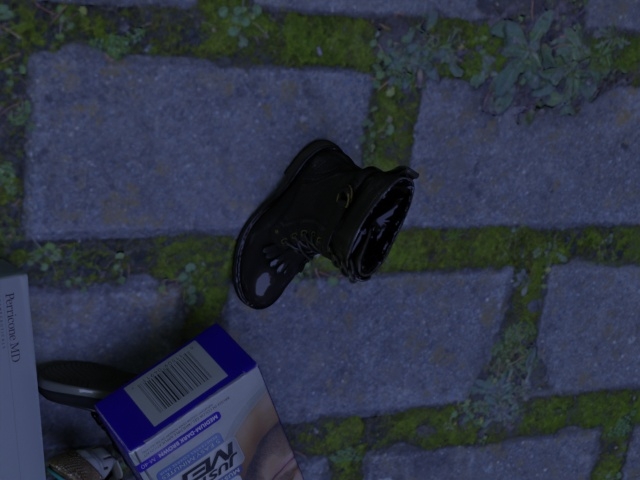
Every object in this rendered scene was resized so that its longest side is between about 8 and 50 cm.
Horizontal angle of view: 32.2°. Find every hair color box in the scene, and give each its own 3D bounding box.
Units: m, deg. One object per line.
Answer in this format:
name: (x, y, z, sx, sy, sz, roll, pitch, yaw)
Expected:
hair color box: (-0.135, 0.289, 1.417, 0.185, 0.110, 0.338, -34, 136, -17)

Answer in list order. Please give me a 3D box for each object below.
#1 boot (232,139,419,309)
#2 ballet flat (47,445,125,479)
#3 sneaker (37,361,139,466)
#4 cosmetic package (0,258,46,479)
boot: (0.000, 0.000, 1.346, 0.091, 0.229, 0.263, 24, 99, -30)
ballet flat: (-0.287, 0.291, 1.389, 0.067, 0.073, 0.206, -48, 165, -18)
sneaker: (-0.263, 0.230, 1.405, 0.222, 0.083, 0.118, 15, 103, -29)
cosmetic package: (-0.465, 0.231, 1.254, 0.285, 0.097, 0.377, -12, 108, -35)
